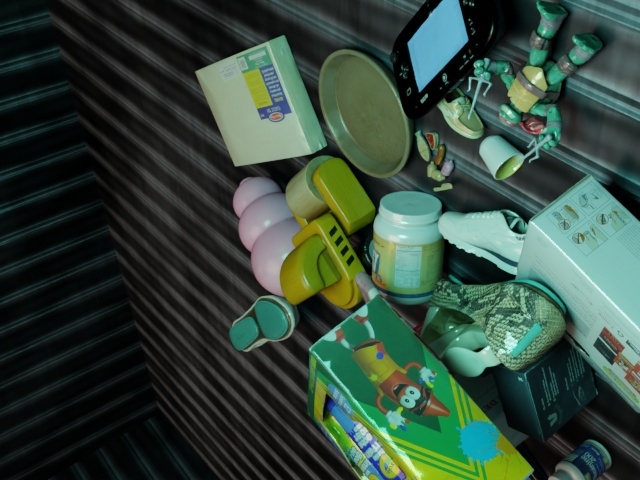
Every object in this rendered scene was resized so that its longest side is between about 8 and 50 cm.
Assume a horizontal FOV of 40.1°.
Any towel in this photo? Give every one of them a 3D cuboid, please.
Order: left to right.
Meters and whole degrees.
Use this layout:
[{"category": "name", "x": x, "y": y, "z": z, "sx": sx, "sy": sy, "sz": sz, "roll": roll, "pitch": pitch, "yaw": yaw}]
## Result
[{"category": "towel", "x": 0.183, "y": 0.219, "z": 1.641, "sx": 0.329, "sy": 0.037, "sz": 0.237, "roll": 49, "pitch": 169, "yaw": 50}]

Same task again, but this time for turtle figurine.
[{"category": "turtle figurine", "x": 0.320, "y": -0.238, "z": 1.347, "sx": 0.175, "sy": 0.118, "sz": 0.234, "roll": 36, "pitch": 130, "yaw": 8}]

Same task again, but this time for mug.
[{"category": "mug", "x": 0.306, "y": -0.143, "z": 1.521, "sx": 0.064, "sy": 0.062, "sz": 0.078, "roll": 55, "pitch": 146, "yaw": 28}]

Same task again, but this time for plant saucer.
[{"category": "plant saucer", "x": 0.096, "y": -0.260, "z": 1.784, "sx": 0.278, "sy": 0.041, "sz": 0.278, "roll": 39, "pitch": 144, "yaw": 35}]

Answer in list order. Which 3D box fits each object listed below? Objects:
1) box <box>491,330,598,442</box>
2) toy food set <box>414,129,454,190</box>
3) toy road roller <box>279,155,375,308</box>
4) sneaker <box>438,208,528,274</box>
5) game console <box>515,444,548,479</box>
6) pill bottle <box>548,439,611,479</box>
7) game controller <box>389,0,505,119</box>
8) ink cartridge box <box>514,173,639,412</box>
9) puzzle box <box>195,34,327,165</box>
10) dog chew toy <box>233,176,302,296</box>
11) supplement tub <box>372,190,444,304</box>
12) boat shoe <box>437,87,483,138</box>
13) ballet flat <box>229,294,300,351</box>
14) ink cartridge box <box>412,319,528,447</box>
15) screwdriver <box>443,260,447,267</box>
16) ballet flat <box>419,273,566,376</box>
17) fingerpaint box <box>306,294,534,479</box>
[{"category": "box", "x": 0.407, "y": 0.250, "z": 1.594, "sx": 0.093, "sy": 0.158, "sz": 0.156, "roll": 16, "pitch": 132, "yaw": 54}, {"category": "toy food set", "x": 0.226, "y": -0.158, "z": 1.686, "sx": 0.078, "sy": 0.019, "sz": 0.122, "roll": -6, "pitch": 102, "yaw": 60}, {"category": "toy road roller", "x": 0.000, "y": 0.000, "z": 1.966, "sx": 0.329, "sy": 0.241, "sz": 0.202, "roll": 60, "pitch": 152, "yaw": 3}, {"category": "sneaker", "x": 0.316, "y": -0.020, "z": 1.609, "sx": 0.235, "sy": 0.090, "sz": 0.094, "roll": 26, "pitch": 124, "yaw": 42}, {"category": "game console", "x": 0.344, "y": 0.537, "z": 1.958, "sx": 0.293, "sy": 0.173, "sz": 0.250, "roll": 53, "pitch": 152, "yaw": 14}, {"category": "pill bottle", "x": 0.493, "y": 0.439, "z": 1.674, "sx": 0.067, "sy": 0.120, "sz": 0.067, "roll": 40, "pitch": 146, "yaw": 34}, {"category": "game controller", "x": 0.205, "y": -0.332, "z": 1.468, "sx": 0.319, "sy": 0.067, "sz": 0.166, "roll": 136, "pitch": 135, "yaw": -62}, {"category": "ink cartridge box", "x": 0.460, "y": 0.094, "z": 1.369, "sx": 0.309, "sy": 0.130, "sz": 0.272, "roll": 50, "pitch": 170, "yaw": 21}, {"category": "puzzle box", "x": -0.152, "y": -0.324, "z": 2.127, "sx": 0.409, "sy": 0.052, "sz": 0.272, "roll": 1, "pitch": 116, "yaw": 59}, {"category": "dog chew toy", "x": -0.110, "y": -0.023, "z": 2.190, "sx": 0.332, "sy": 0.207, "sz": 0.206, "roll": 57, "pitch": 153, "yaw": 24}, {"category": "supplement tub", "x": 0.178, "y": 0.015, "z": 1.771, "sx": 0.144, "sy": 0.144, "sz": 0.199, "roll": 30, "pitch": 129, "yaw": 45}, {"category": "boat shoe", "x": 0.241, "y": -0.237, "z": 1.550, "sx": 0.135, "sy": 0.050, "sz": 0.045, "roll": 50, "pitch": 156, "yaw": 20}, {"category": "ballet flat", "x": -0.139, "y": 0.228, "z": 2.534, "sx": 0.139, "sy": 0.139, "sz": 0.400, "roll": 60, "pitch": 148, "yaw": 2}, {"category": "ink cartridge box", "x": 0.276, "y": 0.310, "z": 1.808, "sx": 0.306, "sy": 0.226, "sz": 0.131, "roll": 30, "pitch": 141, "yaw": 43}, {"category": "screwdriver", "x": 0.214, "y": -0.011, "z": 1.844, "sx": 0.170, "sy": 0.024, "sz": 0.025, "roll": 52, "pitch": -179, "yaw": 3}, {"category": "ballet flat", "x": 0.270, "y": 0.155, "z": 1.568, "sx": 0.164, "sy": 0.182, "sz": 0.483, "roll": 42, "pitch": 173, "yaw": -6}, {"category": "fingerpaint box", "x": 0.145, "y": 0.352, "z": 1.554, "sx": 0.371, "sy": 0.163, "sz": 0.445, "roll": 49, "pitch": 163, "yaw": 17}]
